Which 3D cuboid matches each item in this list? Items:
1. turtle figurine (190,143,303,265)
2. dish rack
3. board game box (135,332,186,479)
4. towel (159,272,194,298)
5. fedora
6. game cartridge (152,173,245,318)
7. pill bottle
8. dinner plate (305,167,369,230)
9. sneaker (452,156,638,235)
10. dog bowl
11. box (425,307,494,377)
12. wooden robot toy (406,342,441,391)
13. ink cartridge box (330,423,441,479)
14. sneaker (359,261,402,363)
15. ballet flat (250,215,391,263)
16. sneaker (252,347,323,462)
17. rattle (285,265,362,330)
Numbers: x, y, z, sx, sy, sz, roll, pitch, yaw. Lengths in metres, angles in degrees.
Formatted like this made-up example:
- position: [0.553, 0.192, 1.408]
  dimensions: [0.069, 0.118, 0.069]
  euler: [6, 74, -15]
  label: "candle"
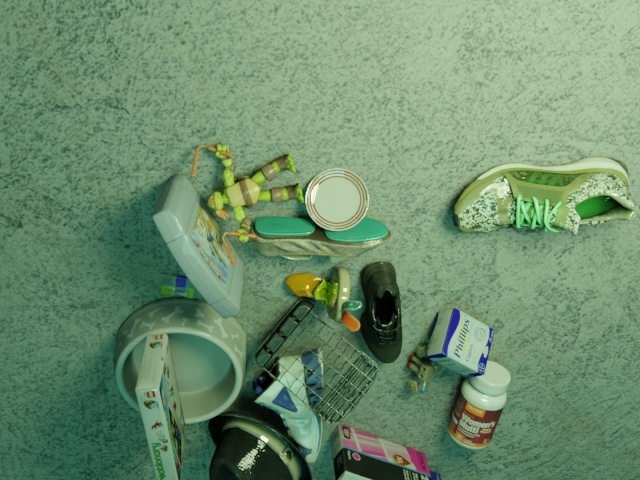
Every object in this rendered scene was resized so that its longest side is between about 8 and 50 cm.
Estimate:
- position: [-0.151, -0.095, 1.568]
  dimensions: [0.218, 0.087, 0.269]
  euler: [-16, 92, -3]
  label: "turtle figurine"
- position: [-0.006, 0.296, 1.736]
  dimensions: [0.272, 0.074, 0.208]
  euler: [40, 94, 3]
  label: "dish rack"
- position: [-0.364, 0.394, 1.665]
  dimensions: [0.053, 0.193, 0.305]
  euler: [-4, 120, -2]
  label: "board game box"
- position: [-0.343, 0.110, 1.725]
  dimensions: [0.083, 0.009, 0.060]
  euler: [10, 118, -9]
  label: "towel"
- position: [-0.187, 0.604, 1.875]
  dimensions: [0.334, 0.152, 0.333]
  euler: [18, 134, 19]
  label: "fedora"
- position: [-0.256, 0.019, 1.571]
  dimensions: [0.062, 0.198, 0.297]
  euler: [-25, 119, 10]
  label: "game cartridge"
- position: [0.421, 0.434, 1.903]
  dimensions: [0.121, 0.121, 0.221]
  euler: [7, 119, -8]
  label: "pill bottle"
- position: [0.037, -0.091, 1.601]
  dimensions: [0.141, 0.017, 0.141]
  euler: [0, 86, 0]
  label: "dinner plate"
- position: [0.499, -0.078, 1.579]
  dimensions: [0.411, 0.182, 0.158]
  euler: [-11, 120, 3]
  label: "sneaker"
- position: [-0.346, 0.312, 1.789]
  dimensions: [0.349, 0.102, 0.348]
  euler: [-2, 120, -4]
  label: "dog bowl"
- position: [0.347, 0.254, 1.785]
  dimensions: [0.137, 0.126, 0.072]
  euler: [28, 155, -18]
  label: "box"
- position: [0.281, 0.317, 1.872]
  dimensions: [0.079, 0.076, 0.173]
  euler: [-11, 128, -39]
  label: "wooden robot toy"
- position: [0.205, 0.638, 1.972]
  dimensions: [0.371, 0.175, 0.069]
  euler: [25, 114, -17]
  label: "ink cartridge box"
- position: [0.150, 0.197, 1.743]
  dimensions: [0.109, 0.130, 0.286]
  euler: [-11, 121, 0]
  label: "sneaker"
- position: [0.000, 0.000, 1.646]
  dimensions: [0.316, 0.107, 0.106]
  euler: [4, 132, 2]
  label: "ballet flat"
- position: [-0.085, 0.415, 1.866]
  dimensions: [0.183, 0.127, 0.315]
  euler: [1, 113, 0]
  label: "sneaker"
- position: [0.008, 0.131, 1.653]
  dimensions: [0.143, 0.199, 0.130]
  euler: [25, 115, -17]
  label: "rattle"
